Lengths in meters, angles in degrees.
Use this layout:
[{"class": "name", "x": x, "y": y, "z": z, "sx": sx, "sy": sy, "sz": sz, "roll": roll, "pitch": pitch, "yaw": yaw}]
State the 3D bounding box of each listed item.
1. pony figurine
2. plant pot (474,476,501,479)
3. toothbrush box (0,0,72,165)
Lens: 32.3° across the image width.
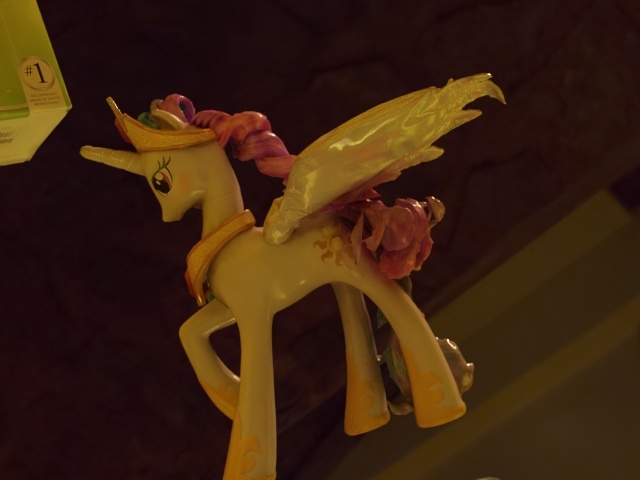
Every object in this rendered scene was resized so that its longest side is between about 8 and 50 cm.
[{"class": "pony figurine", "x": 0.000, "y": 0.000, "z": 0.984, "sx": 0.303, "sy": 0.351, "sz": 0.363, "roll": -176, "pitch": 67, "yaw": -89}, {"class": "plant pot", "x": 0.168, "y": 0.373, "z": 1.023, "sx": 0.271, "sy": 0.272, "sz": 0.255, "roll": 7, "pitch": -140, "yaw": -53}, {"class": "toothbrush box", "x": -0.361, "y": -0.200, "z": 0.925, "sx": 0.206, "sy": 0.122, "sz": 0.283, "roll": -13, "pitch": -103, "yaw": -36}]
